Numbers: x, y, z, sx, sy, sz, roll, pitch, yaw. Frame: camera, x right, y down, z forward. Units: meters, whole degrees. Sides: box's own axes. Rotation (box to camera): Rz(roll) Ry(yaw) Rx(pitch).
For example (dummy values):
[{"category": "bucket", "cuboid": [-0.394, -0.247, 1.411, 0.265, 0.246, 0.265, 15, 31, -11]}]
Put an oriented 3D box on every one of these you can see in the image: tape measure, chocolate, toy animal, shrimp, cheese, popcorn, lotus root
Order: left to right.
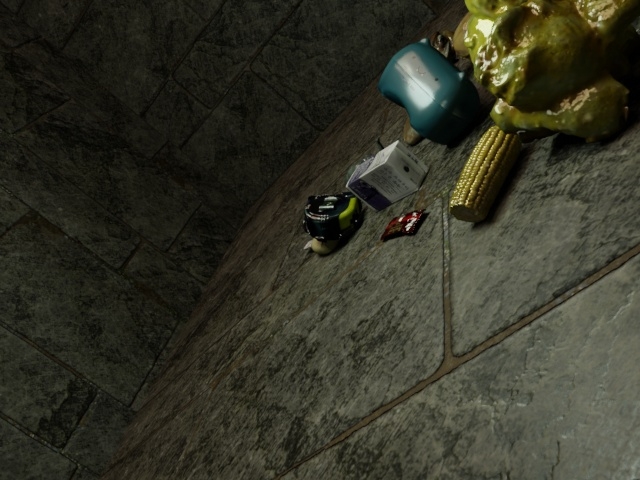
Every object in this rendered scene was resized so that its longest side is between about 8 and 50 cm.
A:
[{"category": "cheese", "cuboid": [0.000, 0.000, 2.093, 0.127, 0.050, 0.255, -55, 15, -19]}, {"category": "tape measure", "cuboid": [0.039, -0.081, 1.948, 0.199, 0.112, 0.186, -6, 33, 13]}, {"category": "toy animal", "cuboid": [0.171, -0.221, 1.971, 0.082, 0.137, 0.269, -56, 7, -35]}, {"category": "chocolate", "cuboid": [0.214, -0.043, 1.590, 0.086, 0.028, 0.182, -57, 17, -16]}, {"category": "shrimp", "cuboid": [0.381, -0.530, 2.080, 0.221, 0.110, 0.445, 142, 149, -77]}, {"category": "lotus root", "cuboid": [0.579, -0.737, 1.971, 0.342, 0.169, 0.151, -47, 50, 22]}, {"category": "popcorn", "cuboid": [0.496, -0.510, 1.446, 0.312, 0.312, 0.312, -46, 14, 16]}, {"category": "popcorn", "cuboid": [0.461, -0.358, 1.138, 0.321, 0.290, 0.325, -60, -2, -26]}]

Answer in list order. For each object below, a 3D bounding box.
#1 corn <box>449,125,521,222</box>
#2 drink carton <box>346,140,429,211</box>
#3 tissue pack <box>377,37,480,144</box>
[{"category": "corn", "cuboid": [0.353, -0.144, 1.289, 0.244, 0.093, 0.093, -56, 15, -24]}, {"category": "drink carton", "cuboid": [0.198, -0.188, 1.798, 0.222, 0.134, 0.102, -27, 26, 57]}, {"category": "tissue pack", "cuboid": [0.322, -0.436, 1.739, 0.206, 0.198, 0.287, -49, 53, 25]}]
